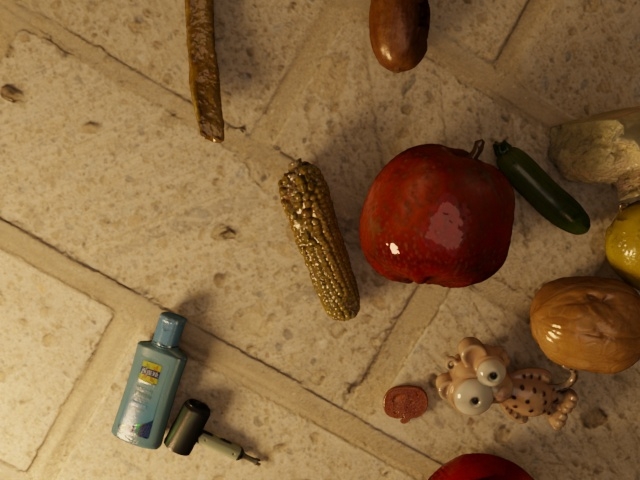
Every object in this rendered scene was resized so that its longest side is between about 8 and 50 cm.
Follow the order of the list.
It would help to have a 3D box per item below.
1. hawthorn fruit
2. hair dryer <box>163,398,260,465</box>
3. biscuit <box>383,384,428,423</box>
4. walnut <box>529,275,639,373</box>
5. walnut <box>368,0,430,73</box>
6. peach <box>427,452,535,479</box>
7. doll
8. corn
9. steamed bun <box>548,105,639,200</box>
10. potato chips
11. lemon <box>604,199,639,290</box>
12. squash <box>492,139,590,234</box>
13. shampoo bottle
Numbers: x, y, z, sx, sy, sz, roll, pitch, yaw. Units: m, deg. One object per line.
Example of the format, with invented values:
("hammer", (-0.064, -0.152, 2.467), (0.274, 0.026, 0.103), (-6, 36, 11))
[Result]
("hawthorn fruit", (0.218, -0.047, 1.332), (0.275, 0.275, 0.300), (24, 103, -6))
("hair dryer", (-0.199, 0.395, 1.461), (0.197, 0.057, 0.100), (29, 93, -15))
("biscuit", (0.171, 0.329, 1.490), (0.091, 0.015, 0.078), (3, 97, -4))
("walnut", (0.510, 0.159, 1.407), (0.225, 0.193, 0.193), (0, 96, -6))
("walnut", (0.146, -0.412, 1.370), (0.115, 0.116, 0.207), (-2, 89, -4))
("peach", (0.324, 0.494, 1.443), (0.267, 0.159, 0.154), (-9, 107, -1))
("doll", (0.368, 0.284, 1.449), (0.278, 0.119, 0.154), (14, 107, -7))
("corn", (0.000, 0.000, 1.406), (0.097, 0.097, 0.320), (-19, 99, -2))
("steamed bun", (0.553, -0.155, 1.359), (0.199, 0.225, 0.171), (-10, 97, -4))
("potato chips", (-0.216, -0.382, 1.362), (0.057, 0.080, 0.407), (-3, 95, -20))
("lemon", (0.636, 0.014, 1.411), (0.173, 0.173, 0.206), (-29, 113, 0))
("squash", (0.427, -0.096, 1.436), (0.258, 0.069, 0.069), (41, 92, -7))
("shampoo bottle", (-0.319, 0.264, 1.425), (0.103, 0.061, 0.259), (18, 94, 8))
